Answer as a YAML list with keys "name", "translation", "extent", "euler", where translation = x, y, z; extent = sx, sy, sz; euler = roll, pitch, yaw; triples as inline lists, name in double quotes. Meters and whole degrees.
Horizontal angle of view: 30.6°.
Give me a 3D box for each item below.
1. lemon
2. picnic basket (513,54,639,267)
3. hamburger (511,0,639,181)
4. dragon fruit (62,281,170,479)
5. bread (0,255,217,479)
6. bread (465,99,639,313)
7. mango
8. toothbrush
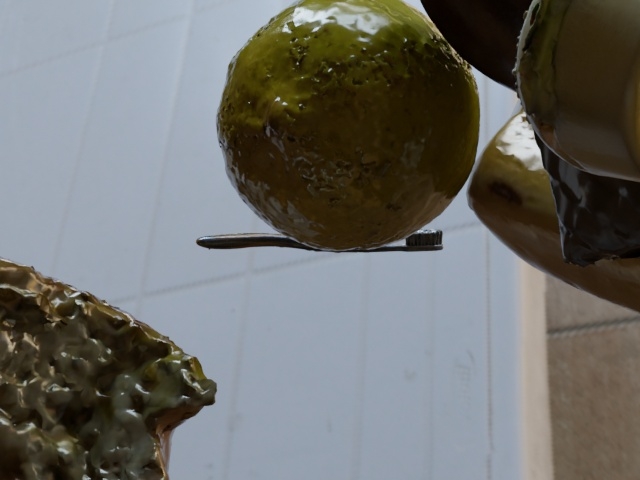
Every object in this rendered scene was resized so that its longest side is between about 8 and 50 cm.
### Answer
- name: "lemon"
  translation: [0.032, -0.118, 1.157]
  extent: [0.258, 0.310, 0.258]
  euler: [1, 93, 15]
- name: "picnic basket"
  translation: [0.299, -0.151, 0.847]
  extent: [0.254, 0.291, 0.321]
  euler: [-20, 81, 65]
- name: "hamburger"
  translation: [0.149, -0.092, 0.552]
  extent: [0.081, 0.141, 0.126]
  euler: [28, 102, 44]
- name: "dragon fruit"
  translation: [-0.190, 0.153, 0.617]
  extent: [0.250, 0.250, 0.315]
  euler: [-23, 71, 18]
- name: "bread"
  translation: [-0.222, 0.018, 0.389]
  extent: [0.380, 0.185, 0.109]
  euler: [16, 67, -8]
- name: "bread"
  translation: [0.360, -0.095, 1.201]
  extent: [0.394, 0.250, 0.361]
  euler: [23, 80, 48]
- name: "mango"
  translation: [0.180, -0.195, 1.029]
  extent: [0.133, 0.267, 0.111]
  euler: [-48, -1, 42]
- name: "toothbrush"
  translation: [0.000, 0.003, 1.512]
  extent: [0.321, 0.031, 0.023]
  euler: [-2, 13, -2]
